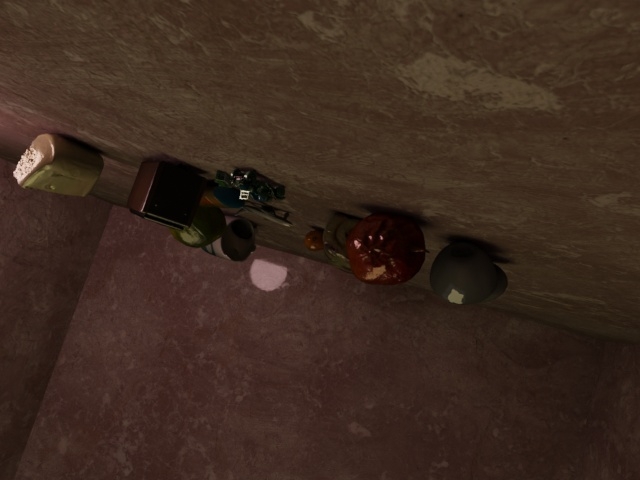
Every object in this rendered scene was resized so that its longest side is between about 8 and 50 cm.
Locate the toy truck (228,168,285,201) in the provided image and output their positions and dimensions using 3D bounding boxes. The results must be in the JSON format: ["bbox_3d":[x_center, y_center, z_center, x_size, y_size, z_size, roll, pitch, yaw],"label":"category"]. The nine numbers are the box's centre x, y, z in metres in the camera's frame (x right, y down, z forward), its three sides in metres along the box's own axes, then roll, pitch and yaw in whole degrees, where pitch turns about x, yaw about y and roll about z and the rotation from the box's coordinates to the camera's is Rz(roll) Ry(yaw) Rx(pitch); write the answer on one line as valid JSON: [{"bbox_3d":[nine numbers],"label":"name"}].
[{"bbox_3d":[-0.171,-0.133,1.158,0.080,0.078,0.154,12,172,41],"label":"toy truck"}]

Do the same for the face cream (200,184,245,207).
[{"bbox_3d":[-0.377,-0.153,1.500,0.139,0.067,0.285,19,172,-39],"label":"face cream"}]

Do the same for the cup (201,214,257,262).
[{"bbox_3d":[-0.455,-0.027,2.167,0.257,0.219,0.289,11,-157,38],"label":"cup"}]

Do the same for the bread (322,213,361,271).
[{"bbox_3d":[0.100,0.026,1.449,0.187,0.155,0.338,20,173,4],"label":"bread"}]

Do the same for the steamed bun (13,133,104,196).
[{"bbox_3d":[-0.860,-0.251,1.436,0.170,0.200,0.225,57,-166,25],"label":"steamed bun"}]

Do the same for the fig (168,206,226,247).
[{"bbox_3d":[-0.535,-0.124,1.776,0.233,0.233,0.314,7,125,53],"label":"fig"}]

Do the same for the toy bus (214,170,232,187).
[{"bbox_3d":[-0.285,-0.178,1.259,0.037,0.031,0.083,11,173,3],"label":"toy bus"}]

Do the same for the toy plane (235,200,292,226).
[{"bbox_3d":[-0.204,-0.098,1.580,0.226,0.058,0.226,12,168,11],"label":"toy plane"}]

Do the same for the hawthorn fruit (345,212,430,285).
[{"bbox_3d":[0.194,0.022,1.114,0.207,0.207,0.243,21,167,-33],"label":"hawthorn fruit"}]

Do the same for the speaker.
[{"bbox_3d":[-0.485,-0.147,1.336,0.153,0.193,0.231,20,176,-36],"label":"speaker"}]

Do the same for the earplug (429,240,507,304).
[{"bbox_3d":[0.435,0.096,1.269,0.214,0.175,0.325,8,179,29],"label":"earplug"}]

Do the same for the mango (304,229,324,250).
[{"bbox_3d":[-0.001,-0.004,1.764,0.105,0.084,0.159,-4,-174,22],"label":"mango"}]
